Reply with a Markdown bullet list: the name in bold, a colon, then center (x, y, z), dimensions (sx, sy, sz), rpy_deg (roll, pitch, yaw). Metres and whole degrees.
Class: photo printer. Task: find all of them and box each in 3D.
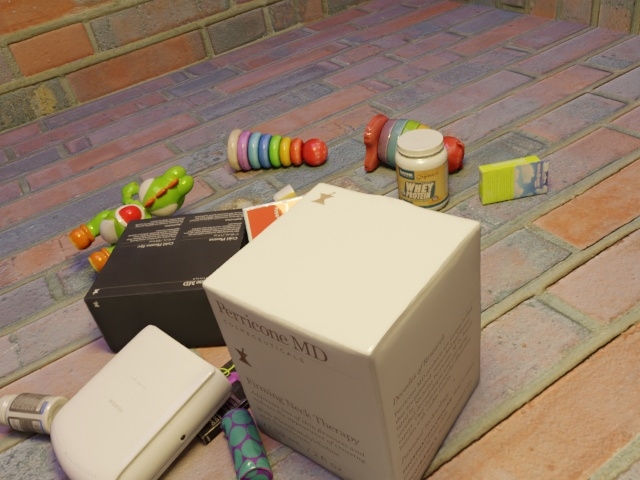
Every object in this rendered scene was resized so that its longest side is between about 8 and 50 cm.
- **photo printer**: center (-0.358, 0.334, 1.105), dimensions (0.256, 0.107, 0.307), rpy_deg (22, 58, 39)

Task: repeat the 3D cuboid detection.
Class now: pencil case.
- **pencil case**: center (-0.138, 0.382, 1.044), dimensions (0.070, 0.064, 0.152), rpy_deg (-55, 35, 15)

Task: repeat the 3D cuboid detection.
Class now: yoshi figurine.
- **yoshi figurine**: center (-0.511, -0.068, 1.624), dimensions (0.362, 0.204, 0.203), rpy_deg (-40, 44, -9)

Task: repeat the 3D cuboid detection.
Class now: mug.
- **mug**: center (-0.106, -0.125, 1.721), dimensions (0.064, 0.062, 0.078), rpy_deg (-28, 32, -8)

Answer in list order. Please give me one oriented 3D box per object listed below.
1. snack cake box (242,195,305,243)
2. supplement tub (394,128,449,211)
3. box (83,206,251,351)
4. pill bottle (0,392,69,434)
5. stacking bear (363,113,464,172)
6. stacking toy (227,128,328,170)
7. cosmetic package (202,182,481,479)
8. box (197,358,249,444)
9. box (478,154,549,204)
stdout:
- **snack cake box**: center (-0.079, 0.043, 1.334), dimensions (0.152, 0.089, 0.265), rpy_deg (-12, 80, 0)
- **supplement tub**: center (0.281, -0.191, 1.581), dimensions (0.144, 0.200, 0.144), rpy_deg (-8, 36, 6)
- **box**: center (-0.333, 0.091, 1.393), dimensions (0.343, 0.179, 0.313), rpy_deg (-5, 35, 9)
- **pill bottle**: center (-0.602, 0.360, 1.193), dimensions (0.137, 0.078, 0.078), rpy_deg (1, 38, 16)
- **stacking bear**: center (0.296, -0.282, 1.749), dimensions (0.288, 0.175, 0.164), rpy_deg (17, 52, 20)
- **stacking toy**: center (-0.138, -0.297, 1.920), dimensions (0.330, 0.141, 0.141), rpy_deg (5, 39, 10)
- **cosmetic package**: center (0.064, 0.168, 0.998), dimensions (0.329, 0.394, 0.327), rpy_deg (17, 45, 35)
- **box**: center (-0.208, 0.326, 1.170), dimensions (0.116, 0.029, 0.162), rpy_deg (24, 51, 39)
- **box**: center (0.524, -0.166, 1.556), dimensions (0.178, 0.109, 0.042), rpy_deg (-11, 34, 1)
